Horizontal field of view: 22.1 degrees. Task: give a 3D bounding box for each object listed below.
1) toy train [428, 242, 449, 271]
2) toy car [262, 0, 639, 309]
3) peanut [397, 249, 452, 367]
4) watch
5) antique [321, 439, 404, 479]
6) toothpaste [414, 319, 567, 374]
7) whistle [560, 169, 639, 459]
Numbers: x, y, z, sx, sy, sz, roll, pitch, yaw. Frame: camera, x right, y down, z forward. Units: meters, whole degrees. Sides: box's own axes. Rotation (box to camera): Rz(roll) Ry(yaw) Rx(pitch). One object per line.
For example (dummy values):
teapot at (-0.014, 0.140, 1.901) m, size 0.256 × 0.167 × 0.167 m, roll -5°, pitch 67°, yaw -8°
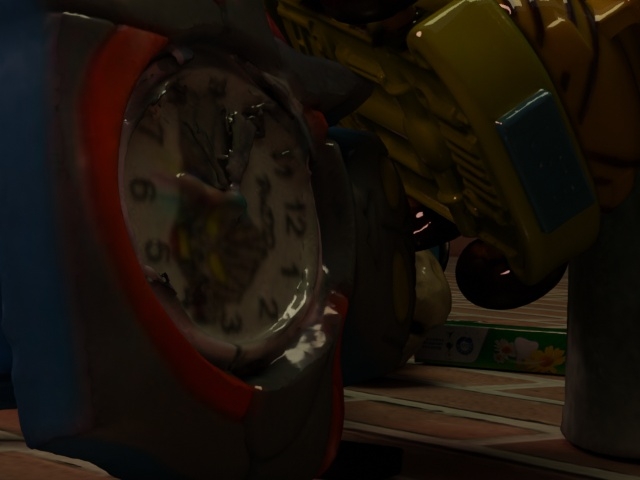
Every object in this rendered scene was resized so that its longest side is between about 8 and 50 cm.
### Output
toy train at (0.000, 0.000, 1.968) m, size 0.300 × 0.188 × 0.265 m, roll 4°, pitch 6°, yaw 23°
toy car at (0.077, -0.090, 0.824) m, size 0.142 × 0.200 × 0.248 m, roll -33°, pitch 33°, yaw -11°
peanut at (0.026, 0.040, 1.278) m, size 0.130 × 0.130 × 0.290 m, roll 2°, pitch 4°, yaw -5°
watch at (-0.113, 0.001, 0.747) m, size 0.274 × 0.241 × 0.305 m, roll -11°, pitch -11°, yaw 30°
antique at (-0.049, 0.098, 0.791) m, size 0.192 × 0.015 × 0.031 m, roll 4°, pitch 2°, yaw 33°
toothpaste at (0.165, 0.087, 1.319) m, size 0.178 × 0.037 × 0.043 m, roll 3°, pitch 4°, yaw 27°
whistle at (0.260, 0.030, 0.954) m, size 0.188 × 0.168 × 0.405 m, roll 2°, pitch 1°, yaw 26°
